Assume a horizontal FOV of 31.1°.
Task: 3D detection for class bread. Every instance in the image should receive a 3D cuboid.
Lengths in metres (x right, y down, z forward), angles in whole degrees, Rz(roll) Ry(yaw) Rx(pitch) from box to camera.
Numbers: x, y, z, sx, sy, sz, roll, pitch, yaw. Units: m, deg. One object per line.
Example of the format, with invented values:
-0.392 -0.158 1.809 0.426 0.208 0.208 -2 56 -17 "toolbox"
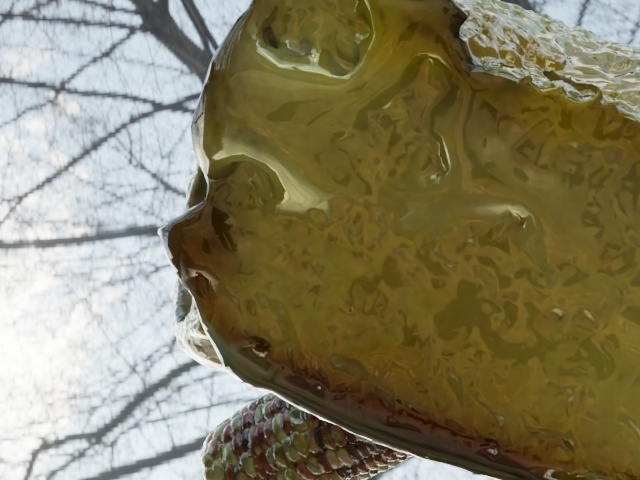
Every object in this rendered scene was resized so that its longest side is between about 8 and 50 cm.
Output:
0.076 -0.011 0.455 0.251 0.133 0.174 18 -72 14 "bread"

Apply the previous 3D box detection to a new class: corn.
0.029 0.116 0.779 0.253 0.086 0.086 -32 -53 23 "corn"

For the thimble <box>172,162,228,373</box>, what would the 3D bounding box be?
0.000 0.000 0.626 0.143 0.190 0.137 10 -60 -12 "thimble"
